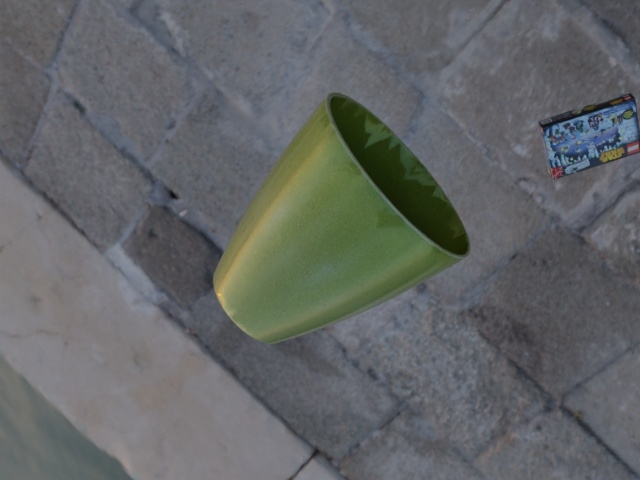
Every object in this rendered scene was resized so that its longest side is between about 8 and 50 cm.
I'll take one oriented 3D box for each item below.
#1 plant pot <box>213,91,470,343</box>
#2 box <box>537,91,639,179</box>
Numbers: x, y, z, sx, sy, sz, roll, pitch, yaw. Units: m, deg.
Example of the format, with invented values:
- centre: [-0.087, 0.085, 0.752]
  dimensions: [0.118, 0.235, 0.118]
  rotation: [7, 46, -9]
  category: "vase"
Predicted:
- centre: [0.000, 0.000, 1.129]
  dimensions: [0.293, 0.275, 0.275]
  rotation: [-40, 92, 21]
  category: "plant pot"
- centre: [0.396, -0.152, 1.225]
  dimensions: [0.137, 0.027, 0.094]
  rotation: [-18, 125, 8]
  category: "box"
